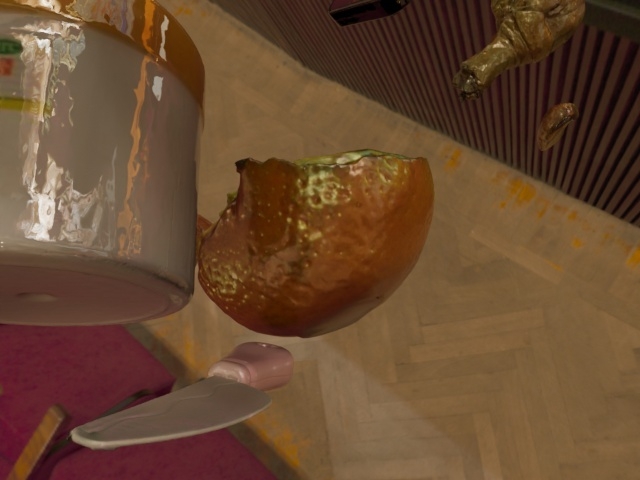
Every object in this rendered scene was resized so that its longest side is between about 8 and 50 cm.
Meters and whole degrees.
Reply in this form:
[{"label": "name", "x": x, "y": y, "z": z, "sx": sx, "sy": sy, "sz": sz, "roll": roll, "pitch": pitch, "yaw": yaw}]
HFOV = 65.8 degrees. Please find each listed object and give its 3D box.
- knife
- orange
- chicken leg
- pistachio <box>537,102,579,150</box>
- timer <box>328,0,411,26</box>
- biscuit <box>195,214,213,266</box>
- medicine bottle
[{"label": "knife", "x": -0.079, "y": 0.130, "z": 0.417, "sx": 0.081, "sy": 0.336, "sz": 0.043, "roll": 10, "pitch": 88, "yaw": 9}, {"label": "orange", "x": 0.004, "y": 0.009, "z": 0.623, "sx": 0.334, "sy": 0.262, "sz": 0.196, "roll": -43, "pitch": 74, "yaw": 33}, {"label": "chicken leg", "x": 0.266, "y": -0.282, "z": 0.674, "sx": 0.227, "sy": 0.103, "sz": 0.088, "roll": -35, "pitch": 48, "yaw": -3}, {"label": "pistachio", "x": 0.468, "y": -0.234, "z": 0.988, "sx": 0.089, "sy": 0.173, "sz": 0.049, "roll": -41, "pitch": 76, "yaw": 11}, {"label": "timer", "x": 0.093, "y": -0.347, "z": 0.591, "sx": 0.188, "sy": 0.055, "sz": 0.144, "roll": -57, "pitch": 34, "yaw": -5}, {"label": "biscuit", "x": -0.418, "y": -0.047, "z": 1.180, "sx": 0.070, "sy": 0.350, "sz": 0.394, "roll": -57, "pitch": 33, "yaw": 22}, {"label": "medicine bottle", "x": -0.221, "y": -0.061, "z": 0.412, "sx": 0.237, "sy": 0.238, "sz": 0.232, "roll": -11, "pitch": 68, "yaw": 21}]
